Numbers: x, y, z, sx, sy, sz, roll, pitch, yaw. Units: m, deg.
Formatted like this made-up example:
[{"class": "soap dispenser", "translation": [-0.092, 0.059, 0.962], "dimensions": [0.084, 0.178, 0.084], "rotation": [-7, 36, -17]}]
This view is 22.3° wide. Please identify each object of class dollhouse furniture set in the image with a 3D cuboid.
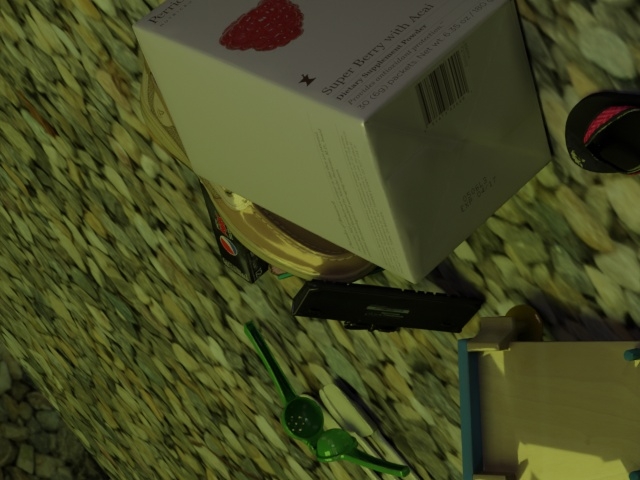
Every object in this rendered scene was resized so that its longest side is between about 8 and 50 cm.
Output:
[{"class": "dollhouse furniture set", "translation": [0.302, 0.203, 1.483], "dimensions": [0.286, 0.198, 0.303], "rotation": [-6, 88, 38]}]

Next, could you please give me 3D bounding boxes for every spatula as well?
[{"class": "spatula", "translation": [0.072, 0.284, 2.100], "dimensions": [0.242, 0.019, 0.168], "rotation": [50, 156, -2]}]

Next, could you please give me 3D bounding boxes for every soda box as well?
[{"class": "soda box", "translation": [-0.090, -0.032, 1.847], "dimensions": [0.053, 0.060, 0.169], "rotation": [32, 151, 32]}]

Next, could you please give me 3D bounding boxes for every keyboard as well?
[{"class": "keyboard", "translation": [0.063, 0.067, 1.633], "dimensions": [0.180, 0.023, 0.108], "rotation": [7, 155, -12]}]

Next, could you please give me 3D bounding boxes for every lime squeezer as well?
[{"class": "lime squeezer", "translation": [0.007, 0.229, 2.066], "dimensions": [0.310, 0.059, 0.110], "rotation": [41, 129, 33]}]

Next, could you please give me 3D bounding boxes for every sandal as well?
[{"class": "sandal", "translation": [0.234, -0.078, 1.217], "dimensions": [0.067, 0.040, 0.179], "rotation": [55, 157, -14]}]

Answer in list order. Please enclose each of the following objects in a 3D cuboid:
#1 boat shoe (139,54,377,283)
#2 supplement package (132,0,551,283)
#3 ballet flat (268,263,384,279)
[{"class": "boat shoe", "translation": [-0.069, -0.087, 1.645], "dimensions": [0.341, 0.121, 0.110], "rotation": [41, 157, 22]}, {"class": "supplement package", "translation": [0.015, -0.125, 1.362], "dimensions": [0.293, 0.177, 0.175], "rotation": [26, 148, 42]}, {"class": "ballet flat", "translation": [0.000, 0.000, 1.735], "dimensions": [0.221, 0.077, 0.079], "rotation": [-4, 104, 63]}]
